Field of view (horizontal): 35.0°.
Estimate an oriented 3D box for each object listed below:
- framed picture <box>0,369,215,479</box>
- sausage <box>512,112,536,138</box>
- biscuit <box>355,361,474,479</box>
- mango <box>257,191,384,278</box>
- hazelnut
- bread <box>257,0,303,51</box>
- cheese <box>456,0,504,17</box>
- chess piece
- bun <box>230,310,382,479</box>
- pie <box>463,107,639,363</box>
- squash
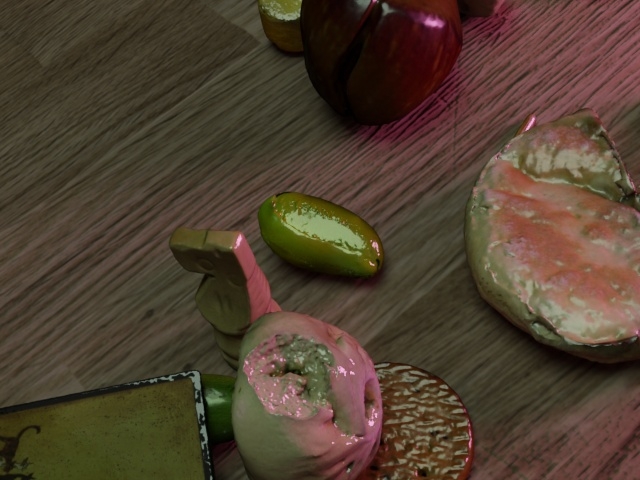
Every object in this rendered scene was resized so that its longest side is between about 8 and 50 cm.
[{"bbox_3d":[-0.266,0.284,1.018,0.339,0.014,0.255,-11,72,6],"label":"framed picture"},{"bbox_3d":[0.243,-0.122,1.254,0.015,0.015,0.100,20,61,28],"label":"sausage"},{"bbox_3d":[0.063,0.209,1.035,0.188,0.027,0.187,-8,52,10],"label":"biscuit"},{"bbox_3d":[0.000,0.000,1.191,0.165,0.074,0.091,30,58,19],"label":"mango"},{"bbox_3d":[0.077,-0.264,1.306,0.218,0.218,0.233,-17,52,2],"label":"hazelnut"},{"bbox_3d":[0.026,-0.359,1.454,0.246,0.094,0.102,-32,61,-10],"label":"bread"},{"bbox_3d":[0.146,-0.398,1.349,0.093,0.263,0.159,-56,12,-5],"label":"cheese"},{"bbox_3d":[-0.094,0.055,1.087,0.090,0.200,0.090,-8,50,9],"label":"chess piece"},{"bbox_3d":[-0.008,0.152,0.956,0.128,0.193,0.178,-1,65,12],"label":"bun"},{"bbox_3d":[0.305,-0.006,1.109,0.338,0.075,0.337,-7,53,10],"label":"pie"},{"bbox_3d":[-0.199,0.192,1.086,0.293,0.082,0.082,-11,51,8],"label":"squash"}]
